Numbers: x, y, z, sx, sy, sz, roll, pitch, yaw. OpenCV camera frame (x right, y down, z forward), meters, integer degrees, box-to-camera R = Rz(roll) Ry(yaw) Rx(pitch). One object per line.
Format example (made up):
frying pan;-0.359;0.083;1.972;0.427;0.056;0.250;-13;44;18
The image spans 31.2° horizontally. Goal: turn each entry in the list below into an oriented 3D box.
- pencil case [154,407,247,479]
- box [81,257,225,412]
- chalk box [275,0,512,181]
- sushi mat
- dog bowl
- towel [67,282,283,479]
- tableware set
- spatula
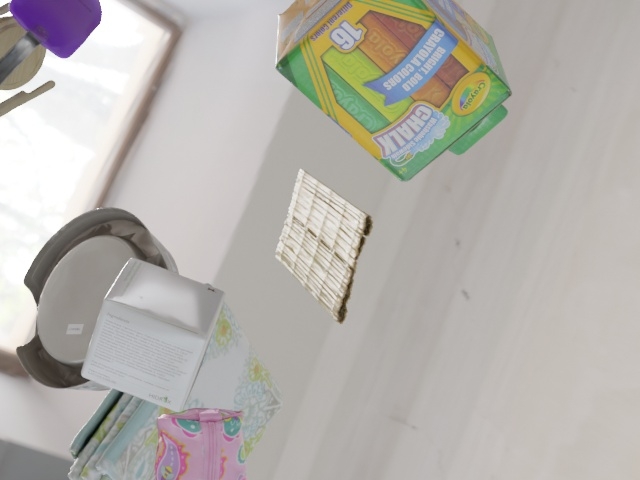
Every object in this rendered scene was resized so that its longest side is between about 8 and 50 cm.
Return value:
pencil case;-0.151;0.359;1.473;0.124;0.124;0.284;-10;-102;47
box;-0.153;0.086;1.063;0.101;0.102;0.087;-76;-172;-68
chalk box;0.108;-0.209;1.403;0.180;0.289;0.179;-42;-157;22
sushi mat;0.000;0.000;1.639;0.316;0.019;0.151;-139;-115;-67
dog bowl;-0.406;0.118;2.109;0.349;0.102;0.348;-16;-120;29
towel;-0.226;0.301;1.854;0.090;0.320;0.374;17;-122;33
tableware set;-0.383;-0.180;1.225;0.194;0.128;0.039;-35;-130;-27
spatula;-0.323;-0.159;1.134;0.296;0.084;0.030;-54;-159;-19
